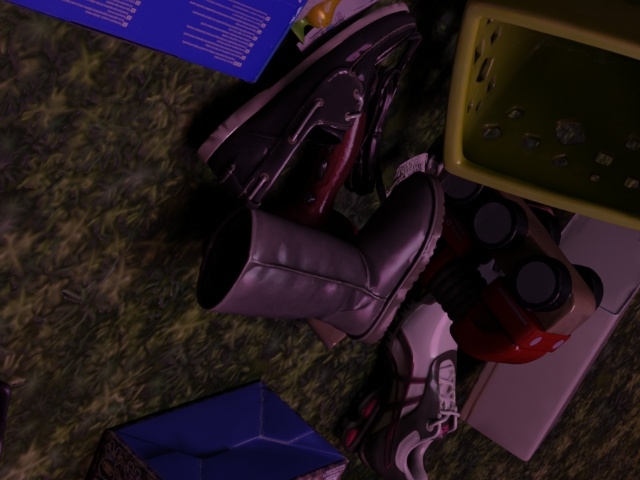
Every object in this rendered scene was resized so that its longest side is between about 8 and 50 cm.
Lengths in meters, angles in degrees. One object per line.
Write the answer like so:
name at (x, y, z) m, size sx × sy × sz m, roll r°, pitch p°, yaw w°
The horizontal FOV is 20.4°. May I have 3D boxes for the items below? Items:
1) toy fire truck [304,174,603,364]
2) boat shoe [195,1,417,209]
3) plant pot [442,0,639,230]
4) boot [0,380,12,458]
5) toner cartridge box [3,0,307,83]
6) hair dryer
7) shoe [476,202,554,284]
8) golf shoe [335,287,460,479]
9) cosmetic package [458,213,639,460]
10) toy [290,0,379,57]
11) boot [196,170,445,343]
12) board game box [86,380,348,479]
toy fire truck at (0.132, 0.053, 1.867) m, size 0.246 × 0.217 × 0.158 m, roll -43°, pitch 156°, yaw 20°
boat shoe at (0.001, -0.120, 1.560) m, size 0.233 × 0.079 × 0.084 m, roll -41°, pitch 173°, yaw -14°
plant pot at (0.262, -0.176, 1.715) m, size 0.227 × 0.228 × 0.207 m, roll 95°, pitch 18°, yaw -47°
boot at (-0.338, 0.170, 1.279) m, size 0.222 × 0.118 × 0.338 m, roll 5°, pitch 137°, yaw -4°
toner cartridge box at (-0.120, -0.227, 1.272) m, size 0.165 × 0.075 × 0.348 m, roll -55°, pitch 152°, yaw 13°
hair dryer at (-0.002, -0.057, 1.692) m, size 0.293 × 0.080 × 0.223 m, roll -42°, pitch 136°, yaw -25°
shoe at (0.223, 0.038, 2.103) m, size 0.081 × 0.063 × 0.178 m, roll 0°, pitch 114°, yaw -53°
golf shoe at (0.127, 0.164, 2.078) m, size 0.105 × 0.120 × 0.273 m, roll -10°, pitch 132°, yaw -48°
cosmetic package at (0.292, 0.113, 2.182) m, size 0.160 × 0.113 × 0.309 m, roll -47°, pitch 165°, yaw -42°
toy at (0.054, -0.261, 1.500) m, size 0.237 × 0.056 × 0.137 m, roll -42°, pitch 165°, yaw 0°
boot at (0.002, 0.000, 1.623) m, size 0.208 × 0.076 × 0.190 m, roll 21°, pitch 92°, yaw -37°
board game box at (-0.140, 0.320, 1.855) m, size 0.232 × 0.141 × 0.291 m, roll -14°, pitch 136°, yaw -48°
